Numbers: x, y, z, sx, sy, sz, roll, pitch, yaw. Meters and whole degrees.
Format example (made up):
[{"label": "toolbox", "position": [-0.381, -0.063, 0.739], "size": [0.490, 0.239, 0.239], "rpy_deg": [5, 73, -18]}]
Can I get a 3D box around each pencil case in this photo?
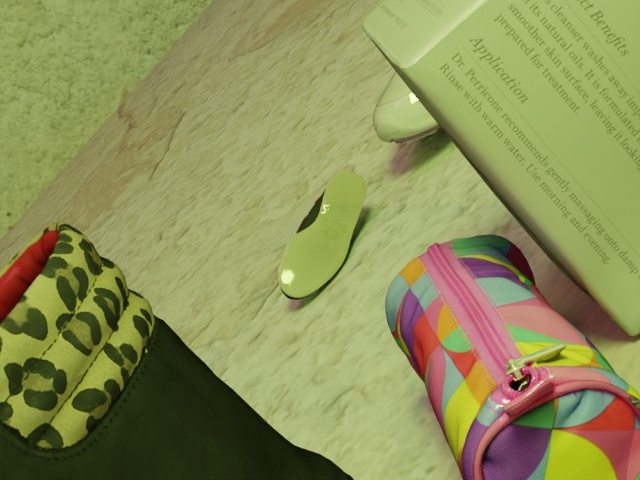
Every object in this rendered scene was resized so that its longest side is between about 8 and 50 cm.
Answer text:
[{"label": "pencil case", "position": [0.099, 0.070, 0.688], "size": [0.104, 0.104, 0.236], "rpy_deg": [-42, 17, 5]}]

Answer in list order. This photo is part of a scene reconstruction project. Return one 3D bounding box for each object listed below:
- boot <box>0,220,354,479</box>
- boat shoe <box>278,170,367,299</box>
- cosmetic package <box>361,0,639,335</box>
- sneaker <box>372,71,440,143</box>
[{"label": "boot", "position": [-0.097, 0.196, 0.510], "size": [0.138, 0.284, 0.377], "rpy_deg": [-22, 27, 48]}, {"label": "boat shoe", "position": [0.002, 0.001, 1.135], "size": [0.133, 0.049, 0.042], "rpy_deg": [-62, -2, -30]}, {"label": "cosmetic package", "position": [0.238, -0.160, 0.729], "size": [0.385, 0.217, 0.156], "rpy_deg": [-40, 19, 5]}, {"label": "sneaker", "position": [0.114, -0.215, 1.204], "size": [0.114, 0.152, 0.305], "rpy_deg": [-14, 35, 52]}]
